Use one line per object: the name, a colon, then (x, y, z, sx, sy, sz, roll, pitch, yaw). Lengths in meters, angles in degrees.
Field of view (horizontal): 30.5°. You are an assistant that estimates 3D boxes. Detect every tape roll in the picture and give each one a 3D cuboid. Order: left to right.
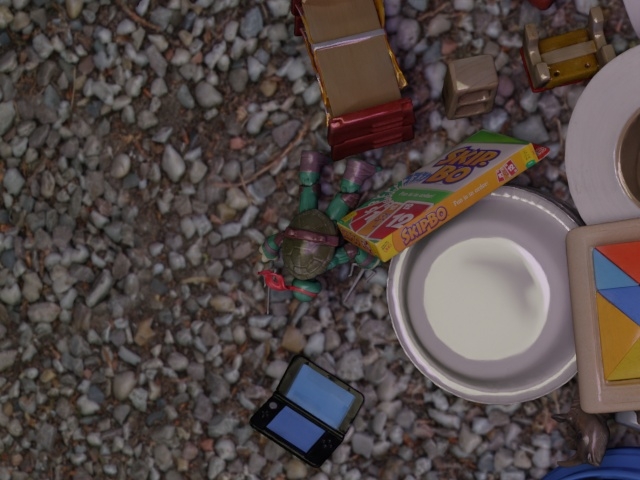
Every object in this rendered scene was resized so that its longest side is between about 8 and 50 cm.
tape roll: (0.438, -0.101, 1.385, 0.286, 0.100, 0.286, 9, 105, 38)

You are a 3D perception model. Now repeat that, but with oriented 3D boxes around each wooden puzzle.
wooden puzzle: (0.390, 0.077, 1.319, 0.239, 0.044, 0.220, -11, 76, 34)

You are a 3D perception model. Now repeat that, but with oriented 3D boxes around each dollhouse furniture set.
dollhouse furniture set: (0.163, -0.254, 1.513, 0.374, 0.152, 0.201, -14, 78, 0)

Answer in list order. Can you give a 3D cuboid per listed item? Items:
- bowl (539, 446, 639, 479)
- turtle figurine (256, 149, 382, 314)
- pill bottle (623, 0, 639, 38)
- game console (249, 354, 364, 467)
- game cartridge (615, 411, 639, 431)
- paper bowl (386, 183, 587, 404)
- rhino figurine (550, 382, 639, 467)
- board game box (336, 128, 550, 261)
bowl: (0.394, 0.452, 1.443, 0.391, 0.077, 0.391, 7, 101, 35)
turtle figurine: (0.000, 0.000, 1.600, 0.175, 0.118, 0.234, 14, 89, 9)
pill bottle: (0.524, -0.374, 1.309, 0.392, 0.224, 0.224, -16, 88, 21)
game console: (-0.020, 0.239, 1.647, 0.122, 0.107, 0.071, 31, 132, 17)
game cartridge: (0.506, 0.152, 1.415, 0.297, 0.062, 0.198, -3, 69, 21)
paper bowl: (0.223, 0.069, 1.499, 0.284, 0.148, 0.284, 1, 93, 20)
rhino figurine: (0.362, 0.175, 1.396, 0.243, 0.073, 0.106, -52, 51, 5)
board game box: (0.155, -0.066, 1.472, 0.259, 0.124, 0.039, -30, 113, -13)
